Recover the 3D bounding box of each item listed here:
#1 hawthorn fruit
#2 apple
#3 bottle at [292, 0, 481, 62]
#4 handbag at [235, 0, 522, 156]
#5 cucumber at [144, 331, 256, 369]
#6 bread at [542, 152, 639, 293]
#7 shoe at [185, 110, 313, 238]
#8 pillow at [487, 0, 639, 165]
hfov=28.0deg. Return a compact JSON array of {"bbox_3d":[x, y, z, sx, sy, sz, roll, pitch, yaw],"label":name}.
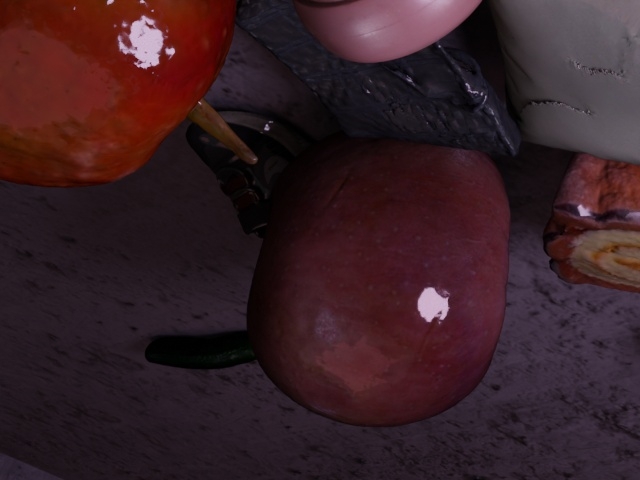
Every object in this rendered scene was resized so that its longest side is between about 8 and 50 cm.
[{"bbox_3d":[-0.185,-0.160,1.025,0.330,0.287,0.287,34,153,-4],"label":"hawthorn fruit"},{"bbox_3d":[0.057,0.029,1.228,0.235,0.306,0.306,6,154,4],"label":"apple"},{"bbox_3d":[0.013,-0.256,0.793,0.206,0.173,0.297,-25,125,14],"label":"bottle"},{"bbox_3d":[0.048,-0.158,1.061,0.175,0.089,0.270,17,162,47],"label":"handbag"},{"bbox_3d":[-0.177,0.169,1.962,0.284,0.056,0.056,-8,145,41],"label":"cucumber"},{"bbox_3d":[0.333,-0.014,1.185,0.244,0.123,0.190,13,159,9],"label":"bread"},{"bbox_3d":[-0.045,-0.050,1.363,0.227,0.112,0.099,25,155,-21],"label":"shoe"},{"bbox_3d":[0.268,-0.137,0.975,0.310,0.119,0.312,12,157,22],"label":"pillow"}]
